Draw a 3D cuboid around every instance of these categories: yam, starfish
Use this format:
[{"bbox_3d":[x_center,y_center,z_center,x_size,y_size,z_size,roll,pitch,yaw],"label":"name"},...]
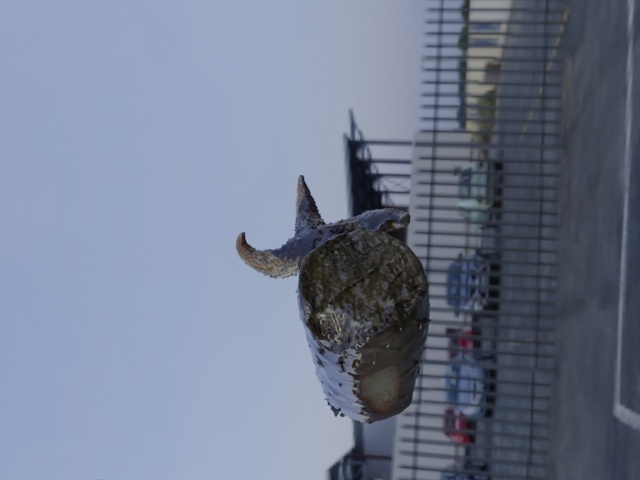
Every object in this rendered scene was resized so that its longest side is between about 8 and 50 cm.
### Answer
[{"bbox_3d":[0.048,0.090,0.816,0.238,0.128,0.129,79,173,-57],"label":"yam"},{"bbox_3d":[0.000,0.002,1.001,0.216,0.238,0.071,-75,-30,-48],"label":"starfish"}]
